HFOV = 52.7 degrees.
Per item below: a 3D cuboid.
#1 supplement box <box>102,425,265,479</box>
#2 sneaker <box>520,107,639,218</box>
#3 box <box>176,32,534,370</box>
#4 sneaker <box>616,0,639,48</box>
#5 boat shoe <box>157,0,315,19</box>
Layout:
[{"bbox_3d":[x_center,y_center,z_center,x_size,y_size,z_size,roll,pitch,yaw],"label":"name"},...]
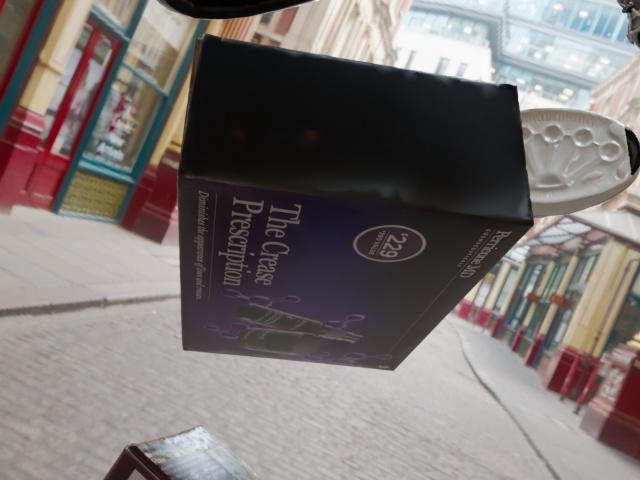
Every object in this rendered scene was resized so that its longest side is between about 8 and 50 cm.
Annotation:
[{"bbox_3d":[-0.056,0.216,0.422,0.188,0.081,0.104,35,3,18],"label":"supplement box"},{"bbox_3d":[0.254,-0.068,0.867,0.323,0.130,0.236,-7,-14,26],"label":"sneaker"},{"bbox_3d":[0.000,0.000,0.445,0.184,0.103,0.261,5,-28,-8],"label":"box"},{"bbox_3d":[0.419,-0.299,0.796,0.281,0.115,0.105,55,-13,16],"label":"sneaker"},{"bbox_3d":[0.134,-0.207,0.291,0.500,0.156,0.187,-12,-10,-2],"label":"boat shoe"}]
